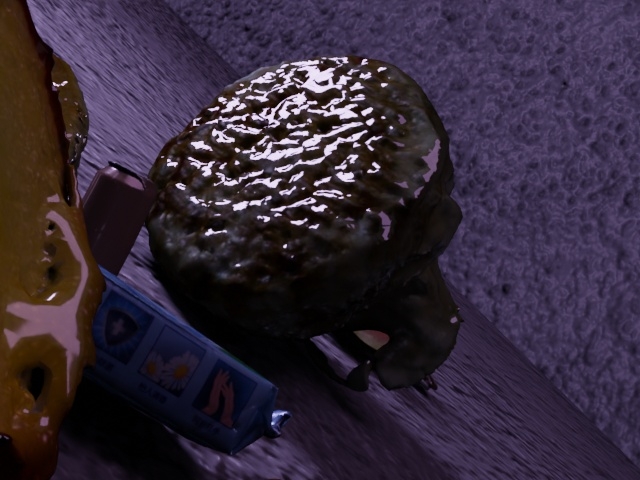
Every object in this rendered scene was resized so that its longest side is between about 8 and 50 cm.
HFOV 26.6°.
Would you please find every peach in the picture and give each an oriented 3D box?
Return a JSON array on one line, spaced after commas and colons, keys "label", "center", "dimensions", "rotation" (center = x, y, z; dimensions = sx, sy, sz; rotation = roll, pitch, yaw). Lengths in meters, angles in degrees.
[{"label": "peach", "center": [-0.262, -0.017, 0.744], "dimensions": [0.258, 0.201, 0.361], "rotation": [1, 72, -73]}]

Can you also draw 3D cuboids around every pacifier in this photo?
[{"label": "pacifier", "center": [0.160, 0.182, 2.055], "dimensions": [0.099, 0.078, 0.081], "rotation": [46, -11, 35]}]

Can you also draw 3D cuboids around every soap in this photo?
[{"label": "soap", "center": [-0.161, 0.075, 1.047], "dimensions": [0.293, 0.077, 0.156], "rotation": [37, -13, -30]}]

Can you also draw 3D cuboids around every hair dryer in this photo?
[{"label": "hair dryer", "center": [-0.244, -0.031, 1.316], "dimensions": [0.182, 0.117, 0.064], "rotation": [23, -4, 42]}]

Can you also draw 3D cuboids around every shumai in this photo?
[{"label": "shumai", "center": [0.000, 0.000, 1.639], "dimensions": [0.395, 0.395, 0.348], "rotation": [48, -14, 37]}]

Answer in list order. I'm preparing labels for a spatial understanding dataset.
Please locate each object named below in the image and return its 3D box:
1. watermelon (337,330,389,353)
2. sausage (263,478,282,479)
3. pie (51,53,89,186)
[{"label": "watermelon", "center": [0.050, 0.098, 1.969], "dimensions": [0.193, 0.137, 0.145], "rotation": [37, -25, -28]}, {"label": "sausage", "center": [0.051, 0.289, 0.993], "dimensions": [0.330, 0.102, 0.102], "rotation": [40, 9, -5]}, {"label": "pie", "center": [-0.315, -0.104, 1.041], "dimensions": [0.306, 0.071, 0.306], "rotation": [16, 38, -13]}]
